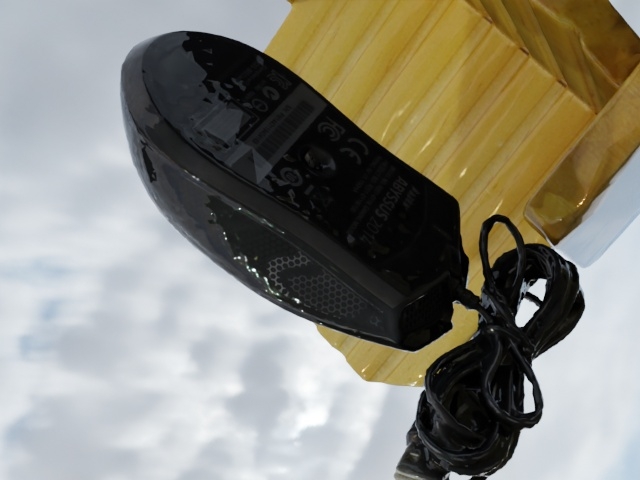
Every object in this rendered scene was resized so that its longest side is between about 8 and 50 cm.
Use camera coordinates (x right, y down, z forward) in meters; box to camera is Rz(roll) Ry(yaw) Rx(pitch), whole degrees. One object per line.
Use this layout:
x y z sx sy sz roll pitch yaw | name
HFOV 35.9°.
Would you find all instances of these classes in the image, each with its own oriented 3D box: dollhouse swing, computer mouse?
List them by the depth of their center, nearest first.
0.000 0.000 0.517 0.072 0.272 0.188 -53 -4 41 | computer mouse
0.021 -0.078 0.696 0.305 0.347 0.315 -47 -18 11 | dollhouse swing
